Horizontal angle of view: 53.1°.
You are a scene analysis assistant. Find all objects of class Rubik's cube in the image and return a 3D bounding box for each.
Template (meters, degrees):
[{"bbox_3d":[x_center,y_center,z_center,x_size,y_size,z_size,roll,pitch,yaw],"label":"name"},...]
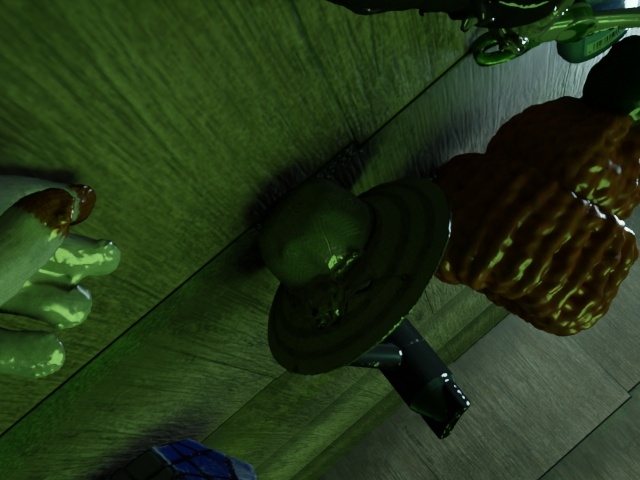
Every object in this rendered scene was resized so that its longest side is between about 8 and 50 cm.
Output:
[{"bbox_3d":[-0.215,0.461,0.964,0.264,0.319,0.319,-67,156,-2],"label":"Rubik's cube"}]

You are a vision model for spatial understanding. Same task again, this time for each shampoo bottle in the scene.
[{"bbox_3d":[0.300,-0.284,0.687,0.104,0.061,0.258,-37,159,11],"label":"shampoo bottle"}]

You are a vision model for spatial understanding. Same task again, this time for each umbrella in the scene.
[{"bbox_3d":[0.076,-0.195,0.431,0.358,0.113,0.106,-15,168,-47],"label":"umbrella"}]

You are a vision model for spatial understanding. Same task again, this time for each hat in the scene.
[{"bbox_3d":[0.296,-0.096,0.839,0.285,0.285,0.400,12,102,-63],"label":"hat"},{"bbox_3d":[0.000,0.000,0.645,0.252,0.252,0.110,-45,117,10],"label":"hat"}]

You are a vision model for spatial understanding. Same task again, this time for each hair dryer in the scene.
[{"bbox_3d":[0.137,0.259,1.229,0.302,0.244,0.116,14,118,-46],"label":"hair dryer"}]

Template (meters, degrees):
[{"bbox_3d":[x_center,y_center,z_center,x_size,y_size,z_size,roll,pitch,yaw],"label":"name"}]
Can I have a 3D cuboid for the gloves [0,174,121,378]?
[{"bbox_3d":[-0.224,0.029,0.379,0.140,0.131,0.218,110,6,-47],"label":"gloves"}]

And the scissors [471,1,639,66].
[{"bbox_3d":[0.264,-0.228,0.673,0.204,0.027,0.101,-11,165,-10],"label":"scissors"}]
